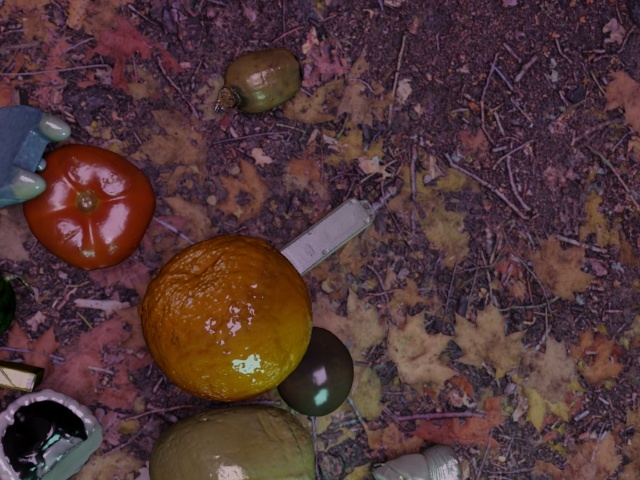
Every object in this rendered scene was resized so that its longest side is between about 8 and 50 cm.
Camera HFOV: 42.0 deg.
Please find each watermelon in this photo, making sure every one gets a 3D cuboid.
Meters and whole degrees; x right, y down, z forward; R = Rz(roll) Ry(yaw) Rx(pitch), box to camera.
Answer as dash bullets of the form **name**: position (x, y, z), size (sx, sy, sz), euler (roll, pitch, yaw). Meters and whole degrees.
- **watermelon**: position (-0.678, 0.116, 1.606), size (0.215, 0.188, 0.188), euler (-37, 94, -6)

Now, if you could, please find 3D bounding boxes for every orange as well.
- **orange**: position (-0.178, 0.159, 1.652), size (0.341, 0.341, 0.293), euler (-38, 129, -13)

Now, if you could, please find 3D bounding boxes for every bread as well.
- **bread**: position (-0.172, 0.436, 1.627), size (0.321, 0.320, 0.237), euler (-11, 60, -13)

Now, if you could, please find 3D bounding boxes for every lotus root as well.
- **lotus root**: position (-0.137, -0.343, 1.809), size (0.221, 0.118, 0.125), euler (-24, 74, -16)

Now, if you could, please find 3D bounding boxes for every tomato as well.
- **tomato**: position (-0.466, -0.066, 1.676), size (0.260, 0.180, 0.259), euler (1, 84, -10)

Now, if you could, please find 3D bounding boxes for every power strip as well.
- **power strip**: position (0.000, -0.001, 1.841), size (0.272, 0.052, 0.078), euler (-37, 94, -14)

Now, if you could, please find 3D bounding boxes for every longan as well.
- **longan**: position (-0.013, 0.277, 1.763), size (0.168, 0.167, 0.187), euler (-2, 64, -13)

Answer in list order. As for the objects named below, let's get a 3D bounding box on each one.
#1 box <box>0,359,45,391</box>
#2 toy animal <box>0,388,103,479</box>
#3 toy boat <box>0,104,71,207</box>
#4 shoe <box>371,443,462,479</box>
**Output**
- **box**: position (-0.686, 0.244, 1.612), size (0.279, 0.153, 0.040), euler (12, 82, -11)
- **toy animal**: position (-0.542, 0.393, 1.615), size (0.156, 0.204, 0.208), euler (42, 62, 13)
- **toy boat**: position (-0.609, -0.148, 1.614), size (0.123, 0.330, 0.215), euler (44, 52, -49)
- **shoe**: position (0.202, 0.621, 1.798), size (0.211, 0.132, 0.341), euler (-5, 82, -9)
